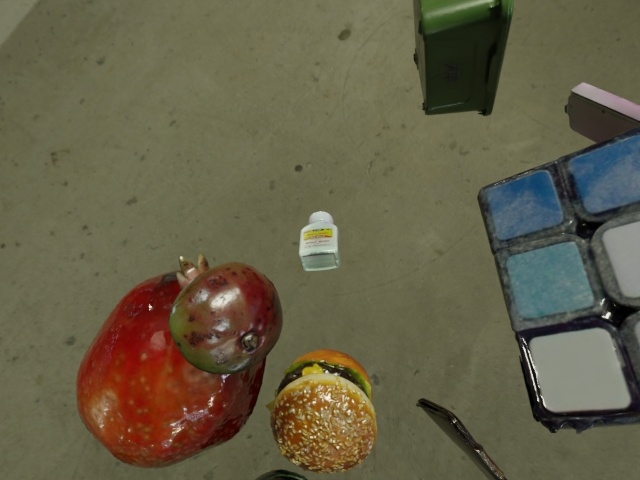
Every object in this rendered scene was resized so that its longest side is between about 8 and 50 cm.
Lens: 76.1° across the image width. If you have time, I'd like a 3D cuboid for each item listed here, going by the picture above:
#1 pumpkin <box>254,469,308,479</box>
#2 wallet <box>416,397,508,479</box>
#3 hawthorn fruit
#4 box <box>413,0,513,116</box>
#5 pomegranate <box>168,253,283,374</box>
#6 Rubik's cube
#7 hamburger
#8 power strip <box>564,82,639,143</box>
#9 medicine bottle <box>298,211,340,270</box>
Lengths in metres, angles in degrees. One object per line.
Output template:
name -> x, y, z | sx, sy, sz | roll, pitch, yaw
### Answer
pumpkin -> -0.087, 0.579, 0.814 | 0.161, 0.220, 0.221 | 11, 72, -6
wallet -> 0.318, 0.440, 0.854 | 0.031, 0.137, 0.255 | -43, 96, -13
hawthorn fruit -> -0.219, 0.173, 0.647 | 0.284, 0.284, 0.369 | 40, 125, 21
box -> 0.291, -0.448, 0.894 | 0.177, 0.329, 0.253 | -5, 66, 12
pomegranate -> -0.111, 0.076, 0.487 | 0.129, 0.129, 0.159 | -22, 45, 2
Rubik's cube -> 0.473, 0.070, 0.575 | 0.362, 0.358, 0.363 | -23, 55, 35
hamburger -> 0.008, 0.434, 1.040 | 0.290, 0.225, 0.291 | 2, 105, 7
power strip -> 0.594, -0.220, 0.804 | 0.037, 0.109, 0.279 | -31, 41, 6
medicine bottle -> 0.000, 0.000, 0.797 | 0.074, 0.055, 0.118 | -6, 42, 9
